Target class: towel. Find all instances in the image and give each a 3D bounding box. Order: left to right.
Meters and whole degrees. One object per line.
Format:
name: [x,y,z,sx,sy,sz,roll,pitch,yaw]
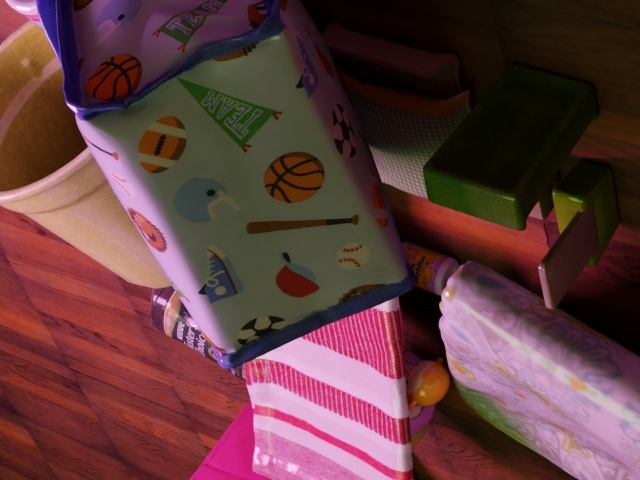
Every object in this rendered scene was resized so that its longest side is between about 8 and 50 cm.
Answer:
towel: [0.002,0.156,1.929,0.237,0.037,0.329,20,126,39]
towel: [0.270,0.172,1.777,0.320,0.090,0.374,30,168,14]

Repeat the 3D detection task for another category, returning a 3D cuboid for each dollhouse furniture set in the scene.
dollhouse furniture set: [0.105,-0.063,1.651,0.301,0.151,0.198,19,147,31]

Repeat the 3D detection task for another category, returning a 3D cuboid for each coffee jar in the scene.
coffee jar: [-0.132,0.108,2.255,0.184,0.079,0.096,29,151,17]

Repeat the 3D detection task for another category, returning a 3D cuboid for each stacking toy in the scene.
stacking toy: [0.072,0.181,1.993,0.165,0.175,0.302,39,159,-6]

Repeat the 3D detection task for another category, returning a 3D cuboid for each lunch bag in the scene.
lunch bag: [-0.100,-0.133,1.623,0.385,0.238,0.328,-106,-7,-51]

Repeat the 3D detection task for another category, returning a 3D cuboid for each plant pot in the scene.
plant pot: [-0.220,-0.088,1.916,0.276,0.276,0.254,9,153,42]

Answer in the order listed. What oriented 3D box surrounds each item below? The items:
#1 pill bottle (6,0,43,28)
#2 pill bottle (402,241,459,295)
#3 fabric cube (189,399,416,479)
pill bottle: [-0.234,-0.234,1.726,0.087,0.087,0.160,19,172,32]
pill bottle: [0.105,0.027,1.899,0.083,0.043,0.043,20,147,30]
fabric cube: [-0.020,0.407,2.382,0.258,0.259,0.254,12,142,36]
